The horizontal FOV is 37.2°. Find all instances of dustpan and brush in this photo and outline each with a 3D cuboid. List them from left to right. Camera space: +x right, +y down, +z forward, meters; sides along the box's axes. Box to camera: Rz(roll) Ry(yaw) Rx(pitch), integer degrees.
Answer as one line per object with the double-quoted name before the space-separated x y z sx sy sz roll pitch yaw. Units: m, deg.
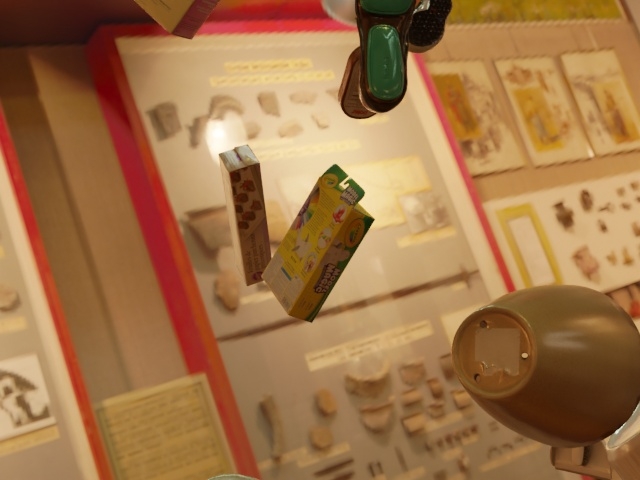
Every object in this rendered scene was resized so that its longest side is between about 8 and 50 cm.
"dustpan and brush" 0.595 0.442 2.181 0.147 0.211 0.060 5 6 36

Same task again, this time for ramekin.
"ramekin" 0.629 0.344 1.694 0.273 0.127 0.273 -44 -10 -10

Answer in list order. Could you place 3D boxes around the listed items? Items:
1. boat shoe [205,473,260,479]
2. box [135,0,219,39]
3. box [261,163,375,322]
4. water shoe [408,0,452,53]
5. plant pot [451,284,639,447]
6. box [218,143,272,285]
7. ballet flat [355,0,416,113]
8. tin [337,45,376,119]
"boat shoe" -0.069 0.480 1.487 0.340 0.113 0.127 17 27 37
"box" -0.342 -0.655 2.311 0.243 0.213 0.117 -51 -12 16
"box" 0.000 0.000 1.188 0.043 0.105 0.179 20 -73 -33
"water shoe" 0.185 -0.385 1.744 0.080 0.073 0.203 -44 8 46
"plant pot" 0.309 0.172 1.392 0.256 0.256 0.274 -26 -24 28
"box" -0.143 -0.044 1.865 0.063 0.067 0.324 -19 -42 -14
"ballet flat" 0.091 -0.326 1.451 0.095 0.280 0.096 9 -10 -7
"tin" 0.102 -0.354 2.133 0.106 0.040 0.190 6 -49 -12
